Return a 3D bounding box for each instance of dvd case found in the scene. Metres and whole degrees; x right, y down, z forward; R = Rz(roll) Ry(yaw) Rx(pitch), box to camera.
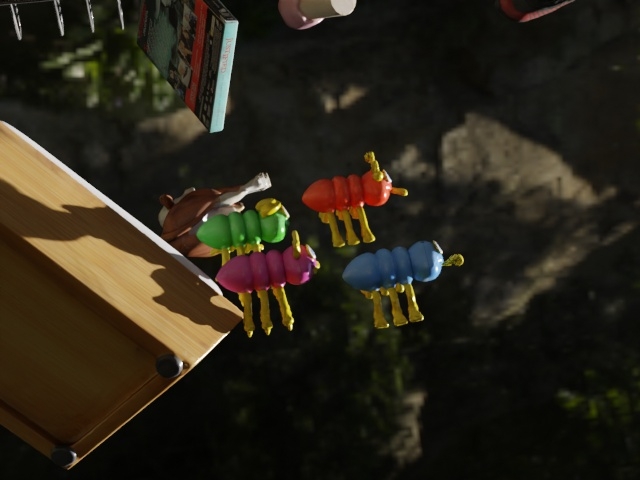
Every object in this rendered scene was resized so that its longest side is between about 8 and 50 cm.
[{"bbox_3d":[-0.093,-0.141,1.025,0.119,0.013,0.087,49,-40,40],"label":"dvd case"}]

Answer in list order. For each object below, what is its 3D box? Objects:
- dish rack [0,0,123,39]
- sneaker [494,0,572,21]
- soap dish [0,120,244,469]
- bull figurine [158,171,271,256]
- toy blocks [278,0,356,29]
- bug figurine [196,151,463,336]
[{"bbox_3d":[-0.188,-0.234,1.137,0.074,0.271,0.208,91,-10,-57],"label":"dish rack"},{"bbox_3d":[0.344,-0.360,1.888,0.098,0.276,0.135,56,7,-21],"label":"sneaker"},{"bbox_3d":[-0.249,0.057,1.320,0.229,0.291,0.118,-39,-157,29],"label":"soap dish"},{"bbox_3d":[-0.157,-0.036,2.239,0.310,0.188,0.101,-100,169,-81],"label":"bull figurine"},{"bbox_3d":[0.006,-0.488,2.149,0.260,0.288,0.309,6,-59,58],"label":"toy blocks"},{"bbox_3d":[0.000,0.000,1.400,0.279,0.216,0.072,-120,-161,-65],"label":"bug figurine"}]
